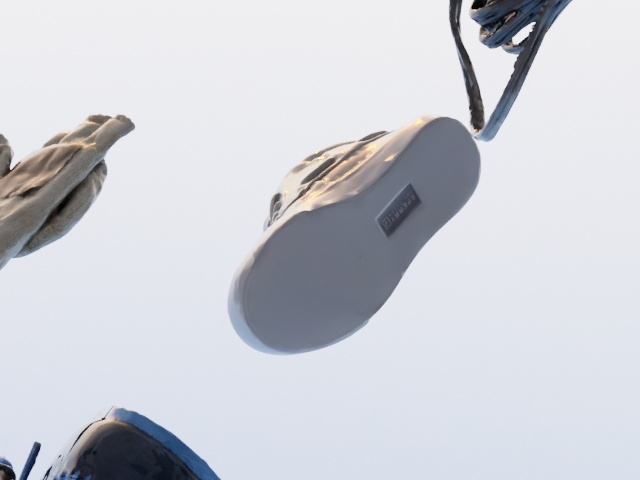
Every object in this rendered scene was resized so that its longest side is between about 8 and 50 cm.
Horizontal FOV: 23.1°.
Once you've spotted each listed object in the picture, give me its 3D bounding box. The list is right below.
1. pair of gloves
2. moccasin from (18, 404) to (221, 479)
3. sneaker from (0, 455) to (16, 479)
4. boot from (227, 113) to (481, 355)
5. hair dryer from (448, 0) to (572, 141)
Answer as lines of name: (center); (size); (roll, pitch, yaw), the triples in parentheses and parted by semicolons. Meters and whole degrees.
pair of gloves: (-0.252, -0.022, 1.030); (0.240, 0.042, 0.204); (4, -143, 43)
moccasin: (-0.118, 0.219, 0.792); (0.138, 0.342, 0.117); (35, -130, 18)
sneaker: (-0.182, 0.163, 0.670); (0.067, 0.188, 0.078); (19, -156, -45)
boot: (0.000, 0.000, 1.107); (0.123, 0.095, 0.258); (-11, -159, 48)
hair dryer: (0.108, -0.165, 0.609); (0.080, 0.293, 0.224); (-9, -160, -36)
